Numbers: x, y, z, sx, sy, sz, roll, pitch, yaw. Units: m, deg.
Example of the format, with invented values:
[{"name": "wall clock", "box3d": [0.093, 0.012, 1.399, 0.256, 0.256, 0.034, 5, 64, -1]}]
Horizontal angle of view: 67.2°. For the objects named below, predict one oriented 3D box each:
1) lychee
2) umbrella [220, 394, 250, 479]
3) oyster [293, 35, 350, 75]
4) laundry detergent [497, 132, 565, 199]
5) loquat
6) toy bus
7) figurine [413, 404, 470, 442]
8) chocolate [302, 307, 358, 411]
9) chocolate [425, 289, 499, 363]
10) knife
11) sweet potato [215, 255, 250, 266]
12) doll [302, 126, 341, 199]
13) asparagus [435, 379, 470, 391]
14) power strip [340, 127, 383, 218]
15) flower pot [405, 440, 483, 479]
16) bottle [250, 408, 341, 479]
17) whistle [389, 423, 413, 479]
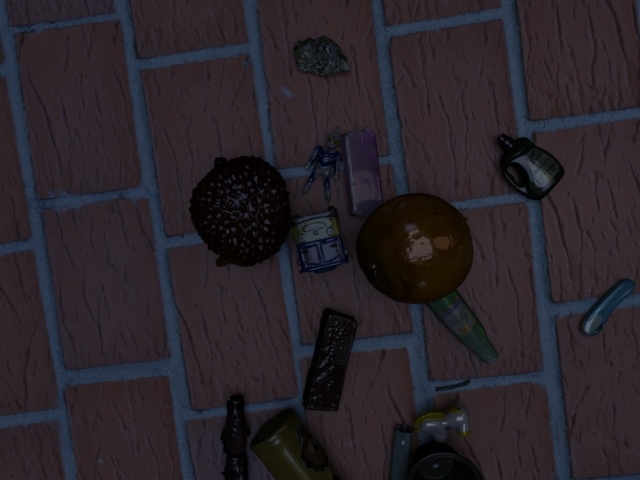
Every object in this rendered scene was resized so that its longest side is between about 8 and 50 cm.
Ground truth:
[{"name": "lychee", "box3d": [-0.229, -0.092, 1.403, 0.306, 0.306, 0.331, -29, 87, 4]}, {"name": "umbrella", "box3d": [-0.275, 0.654, 1.539, 0.094, 0.090, 0.326, -1, 92, 6]}, {"name": "oyster", "box3d": [0.004, -0.570, 1.485, 0.177, 0.064, 0.125, 0, 97, 4]}, {"name": "laundry detergent", "box3d": [0.616, -0.233, 1.463, 0.221, 0.078, 0.144, 39, 98, 0]}, {"name": "loquat", "box3d": [0.267, 0.024, 1.371, 0.328, 0.328, 0.329, 0, 93, 3]}, {"name": "toy bus", "box3d": [0.000, 0.000, 1.398, 0.138, 0.287, 0.175, -13, 90, 3]}, {"name": "figurine", "box3d": [0.375, 0.565, 1.497, 0.178, 0.109, 0.130, -26, 126, 18]}, {"name": "chocolate", "box3d": [0.031, 0.383, 1.511, 0.111, 0.112, 0.322, 13, 92, -8]}, {"name": "chocolate", "box3d": [0.439, 0.255, 1.486, 0.110, 0.110, 0.291, -39, 93, 4]}, {"name": "knife", "box3d": [0.891, 0.207, 1.494, 0.064, 0.031, 0.222, 42, 90, 4]}, {"name": "sweet potato", "box3d": [-0.239, 0.054, 1.527, 0.202, 0.055, 0.058, -11, 63, 5]}, {"name": "doll", "box3d": [0.013, -0.247, 1.502, 0.113, 0.057, 0.228, 17, 95, 5]}, {"name": "asparagus", "box3d": [0.424, 0.465, 1.535, 0.114, 0.014, 0.015, -13, 109, 2]}, {"name": "power strip", "box3d": [0.130, -0.205, 1.490, 0.109, 0.037, 0.279, -7, 92, -18]}, {"name": "flower pot", "box3d": [0.365, 0.718, 1.479, 0.235, 0.148, 0.236, 0, 99, 2]}, {"name": "bottle", "box3d": [-0.048, 0.712, 1.494, 0.171, 0.171, 0.351, -38, 92, 4]}, {"name": "whistle", "box3d": [0.250, 0.748, 1.533, 0.062, 0.062, 0.313, 6, 93, 2]}]
